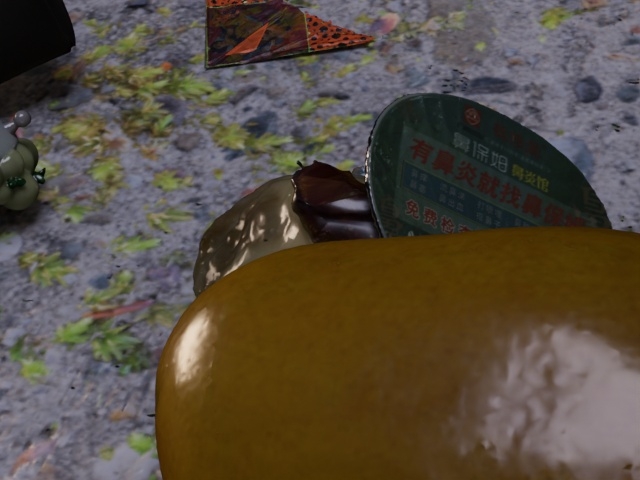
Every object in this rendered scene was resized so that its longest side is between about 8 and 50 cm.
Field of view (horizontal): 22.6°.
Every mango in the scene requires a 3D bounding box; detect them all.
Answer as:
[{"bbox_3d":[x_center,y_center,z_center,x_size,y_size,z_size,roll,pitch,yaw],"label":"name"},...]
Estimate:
[{"bbox_3d":[0.105,0.126,0.929,0.446,0.232,0.300,13,70,18],"label":"mango"}]

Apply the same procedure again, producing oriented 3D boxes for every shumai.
[{"bbox_3d":[0.000,0.000,1.171,0.201,0.120,0.201,-2,46,2],"label":"shumai"}]

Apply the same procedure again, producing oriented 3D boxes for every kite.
[{"bbox_3d":[-0.064,-0.190,1.461,0.222,0.008,0.125,28,53,31],"label":"kite"}]

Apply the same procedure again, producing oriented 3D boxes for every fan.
[{"bbox_3d":[0.139,0.028,1.137,0.223,0.012,0.294,-6,74,-38],"label":"fan"}]

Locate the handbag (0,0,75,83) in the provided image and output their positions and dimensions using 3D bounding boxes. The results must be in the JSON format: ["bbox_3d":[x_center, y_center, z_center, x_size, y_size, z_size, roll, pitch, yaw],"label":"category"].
[{"bbox_3d":[-0.383,-0.192,1.425,0.285,0.113,0.257,-26,40,-10],"label":"handbag"}]

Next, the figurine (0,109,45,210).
[{"bbox_3d":[-0.319,-0.050,1.284,0.197,0.093,0.147,-15,21,2],"label":"figurine"}]
